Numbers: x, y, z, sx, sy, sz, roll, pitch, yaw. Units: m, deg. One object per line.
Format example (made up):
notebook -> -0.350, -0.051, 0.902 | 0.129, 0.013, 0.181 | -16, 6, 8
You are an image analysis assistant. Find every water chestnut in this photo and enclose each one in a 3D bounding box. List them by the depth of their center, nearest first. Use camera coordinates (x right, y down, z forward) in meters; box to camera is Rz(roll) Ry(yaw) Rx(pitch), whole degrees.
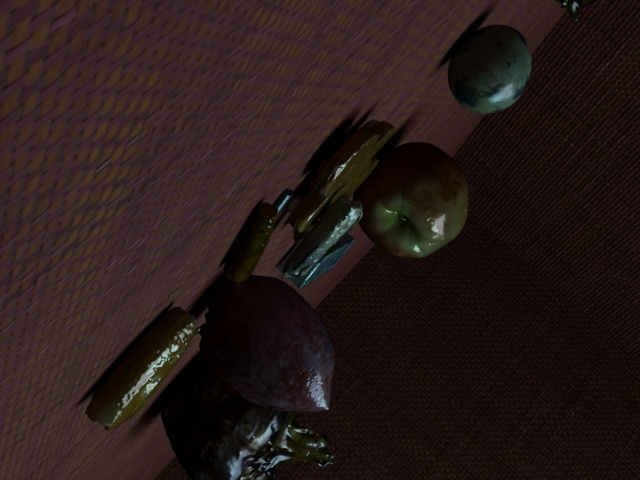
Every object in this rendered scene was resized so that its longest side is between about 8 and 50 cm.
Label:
water chestnut -> -0.137, 0.366, 2.285 | 0.335, 0.347, 0.335 | -54, 169, -16

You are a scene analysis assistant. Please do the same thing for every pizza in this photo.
pizza -> -0.228, 0.164, 1.547 | 0.182, 0.062, 0.161 | -54, 168, 2

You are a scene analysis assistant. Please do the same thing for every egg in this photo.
egg -> 0.299, -0.303, 2.039 | 0.182, 0.141, 0.141 | -56, 180, -32

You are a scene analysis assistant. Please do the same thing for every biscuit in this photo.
biscuit -> 0.025, -0.100, 1.747 | 0.216, 0.047, 0.340 | -49, 175, -6

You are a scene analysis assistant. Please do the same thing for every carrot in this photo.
carrot -> -0.093, 0.003, 1.571 | 0.042, 0.042, 0.171 | -45, 170, -37

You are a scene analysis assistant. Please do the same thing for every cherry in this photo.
cherry -> -0.075, 0.164, 1.745 | 0.192, 0.249, 0.175 | -53, 165, 25

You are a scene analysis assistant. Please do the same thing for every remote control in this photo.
remote control -> -0.067, -0.034, 1.632 | 0.091, 0.016, 0.034 | -51, 170, 24

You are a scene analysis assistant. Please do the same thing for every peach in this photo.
peach -> 0.191, -0.089, 2.319 | 0.232, 0.232, 0.257 | -52, -177, 36

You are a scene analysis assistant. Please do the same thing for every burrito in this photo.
burrito -> -0.001, -0.001, 1.768 | 0.058, 0.045, 0.188 | 1, 138, -49

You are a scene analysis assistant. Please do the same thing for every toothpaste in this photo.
toothpaste -> -0.005, 0.027, 2.345 | 0.081, 0.067, 0.336 | -50, 175, 13

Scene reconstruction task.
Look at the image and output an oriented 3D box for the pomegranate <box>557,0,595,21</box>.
pomegranate -> 0.425, -0.469, 1.839 | 0.220, 0.156, 0.156 | -53, 175, 3
